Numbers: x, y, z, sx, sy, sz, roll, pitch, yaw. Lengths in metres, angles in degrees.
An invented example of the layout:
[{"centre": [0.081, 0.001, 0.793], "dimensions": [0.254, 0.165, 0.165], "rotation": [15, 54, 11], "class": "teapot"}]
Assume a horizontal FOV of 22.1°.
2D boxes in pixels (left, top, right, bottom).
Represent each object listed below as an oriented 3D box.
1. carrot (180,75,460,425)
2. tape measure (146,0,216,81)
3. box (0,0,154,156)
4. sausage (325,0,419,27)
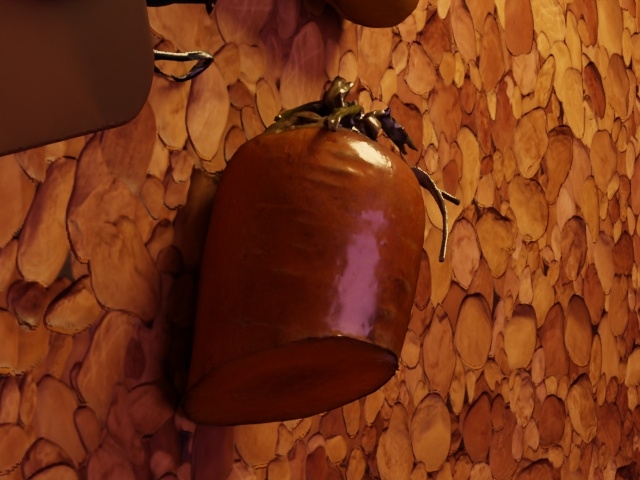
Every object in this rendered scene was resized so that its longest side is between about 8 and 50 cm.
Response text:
[{"centre": [0.000, 0.000, 1.455], "dimensions": [0.193, 0.214, 0.331], "rotation": [37, 55, -54], "class": "carrot"}, {"centre": [-0.145, -0.210, 1.386], "dimensions": [0.180, 0.104, 0.107], "rotation": [100, -21, -64], "class": "tape measure"}, {"centre": [-0.275, -0.219, 0.979], "dimensions": [0.239, 0.229, 0.339], "rotation": [-23, 109, -57], "class": "box"}, {"centre": [-0.005, -0.300, 1.560], "dimensions": [0.328, 0.112, 0.112], "rotation": [26, 67, -53], "class": "sausage"}]
